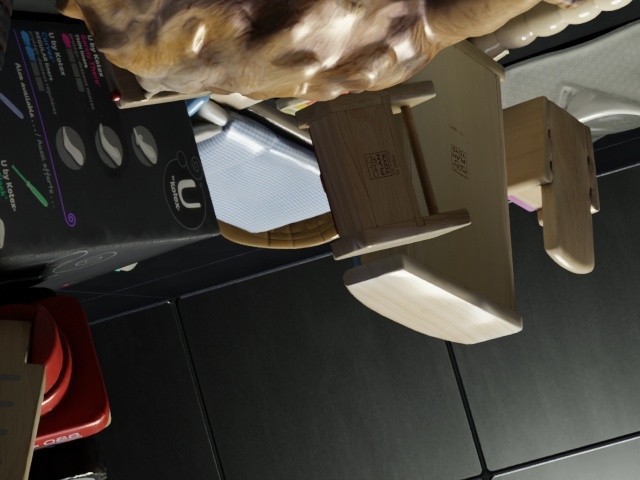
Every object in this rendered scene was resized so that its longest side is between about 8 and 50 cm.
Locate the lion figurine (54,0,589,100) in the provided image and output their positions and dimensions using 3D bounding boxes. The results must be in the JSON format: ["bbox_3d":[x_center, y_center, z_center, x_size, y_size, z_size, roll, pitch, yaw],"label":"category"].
[{"bbox_3d":[0.096,-0.157,0.676,0.392,0.142,0.240,-18,-176,-23],"label":"lion figurine"}]

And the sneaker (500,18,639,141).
[{"bbox_3d":[0.309,-0.155,1.623,0.296,0.104,0.147,-11,179,21],"label":"sneaker"}]

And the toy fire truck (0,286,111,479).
[{"bbox_3d":[-0.216,0.096,0.865,0.217,0.158,0.246,-14,163,-11],"label":"toy fire truck"}]

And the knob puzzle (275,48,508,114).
[{"bbox_3d":[0.076,-0.134,1.491,0.213,0.030,0.213,-16,175,-1],"label":"knob puzzle"}]

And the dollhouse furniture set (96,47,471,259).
[{"bbox_3d":[-0.027,-0.072,0.934,0.129,0.183,0.129,-12,174,-35],"label":"dollhouse furniture set"}]

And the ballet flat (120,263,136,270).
[{"bbox_3d":[-0.245,-0.003,1.834,0.068,0.072,0.213,-45,169,11],"label":"ballet flat"}]

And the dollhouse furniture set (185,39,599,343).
[{"bbox_3d":[0.000,0.000,1.197,0.303,0.198,0.286,-18,151,35],"label":"dollhouse furniture set"}]

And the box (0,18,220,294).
[{"bbox_3d":[-0.208,-0.038,0.981,0.165,0.143,0.270,-18,175,29],"label":"box"}]

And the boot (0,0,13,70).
[{"bbox_3d":[-0.192,-0.114,0.732,0.106,0.082,0.219,6,177,-5],"label":"boot"}]

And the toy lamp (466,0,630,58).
[{"bbox_3d":[0.168,-0.162,1.188,0.275,0.080,0.080,-18,175,27],"label":"toy lamp"}]

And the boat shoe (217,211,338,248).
[{"bbox_3d":[0.027,-0.051,1.769,0.285,0.104,0.089,-9,178,9],"label":"boat shoe"}]
